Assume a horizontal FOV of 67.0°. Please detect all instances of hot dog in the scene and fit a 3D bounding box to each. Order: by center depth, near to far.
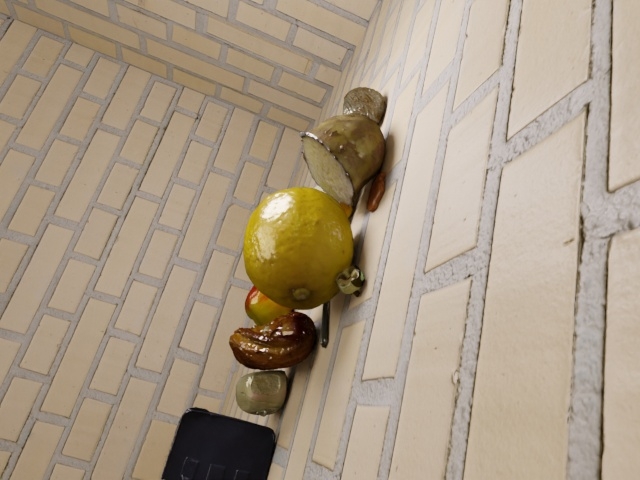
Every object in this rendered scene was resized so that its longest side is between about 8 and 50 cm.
[{"bbox_3d":[-0.163,0.347,1.644,0.387,0.267,0.174,-36,73,64],"label":"hot dog"}]

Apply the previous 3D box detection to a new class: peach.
[{"bbox_3d":[-0.217,0.266,2.091,0.231,0.231,0.230,-160,90,-79],"label":"peach"}]

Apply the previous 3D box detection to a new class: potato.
[{"bbox_3d":[0.100,-0.287,1.528,0.237,0.288,0.301,-38,-22,-13],"label":"potato"}]

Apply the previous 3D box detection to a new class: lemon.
[{"bbox_3d":[-0.064,0.048,1.438,0.364,0.364,0.364,-160,90,-79],"label":"lemon"}]

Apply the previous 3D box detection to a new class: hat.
[{"bbox_3d":[0.085,0.113,1.306,0.076,0.059,0.077,-35,28,4],"label":"hat"}]

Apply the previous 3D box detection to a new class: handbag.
[{"bbox_3d":[-0.329,0.712,1.573,0.118,0.326,0.269,128,159,-64],"label":"handbag"}]

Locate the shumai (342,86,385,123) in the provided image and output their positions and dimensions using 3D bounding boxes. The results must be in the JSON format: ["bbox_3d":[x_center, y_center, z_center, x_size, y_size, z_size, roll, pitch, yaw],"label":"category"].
[{"bbox_3d":[0.156,-0.464,1.799,0.153,0.162,0.209,89,166,-52],"label":"shumai"}]

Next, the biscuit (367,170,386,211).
[{"bbox_3d":[0.167,-0.146,1.457,0.102,0.019,0.130,124,161,-56],"label":"biscuit"}]

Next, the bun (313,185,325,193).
[{"bbox_3d":[0.014,-0.185,2.090,0.138,0.094,0.138,-30,19,12],"label":"bun"}]

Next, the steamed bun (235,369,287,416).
[{"bbox_3d":[-0.210,0.554,1.722,0.238,0.170,0.152,128,141,-54],"label":"steamed bun"}]

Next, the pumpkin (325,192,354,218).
[{"bbox_3d":[0.067,-0.144,1.708,0.248,0.126,0.131,-55,8,-13],"label":"pumpkin"}]

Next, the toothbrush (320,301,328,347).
[{"bbox_3d":[0.013,0.223,1.542,0.297,0.031,0.030,-88,-5,-53],"label":"toothbrush"}]
